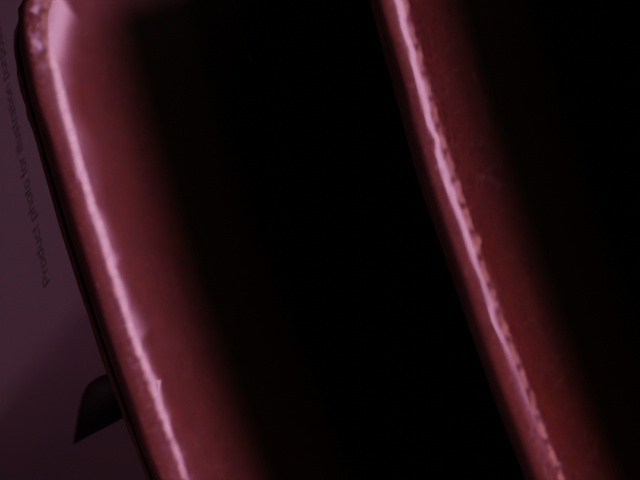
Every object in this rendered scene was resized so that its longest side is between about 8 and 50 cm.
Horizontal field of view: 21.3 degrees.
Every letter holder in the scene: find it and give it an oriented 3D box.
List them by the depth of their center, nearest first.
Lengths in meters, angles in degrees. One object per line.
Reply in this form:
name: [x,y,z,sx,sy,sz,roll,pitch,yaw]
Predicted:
letter holder: [0.091,0.039,0.384,0.214,0.152,0.302,-27,97,-38]

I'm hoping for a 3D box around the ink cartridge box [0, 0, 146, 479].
ink cartridge box: [-0.029,0.039,0.658,0.285,0.395,0.166,11,48,-35]
